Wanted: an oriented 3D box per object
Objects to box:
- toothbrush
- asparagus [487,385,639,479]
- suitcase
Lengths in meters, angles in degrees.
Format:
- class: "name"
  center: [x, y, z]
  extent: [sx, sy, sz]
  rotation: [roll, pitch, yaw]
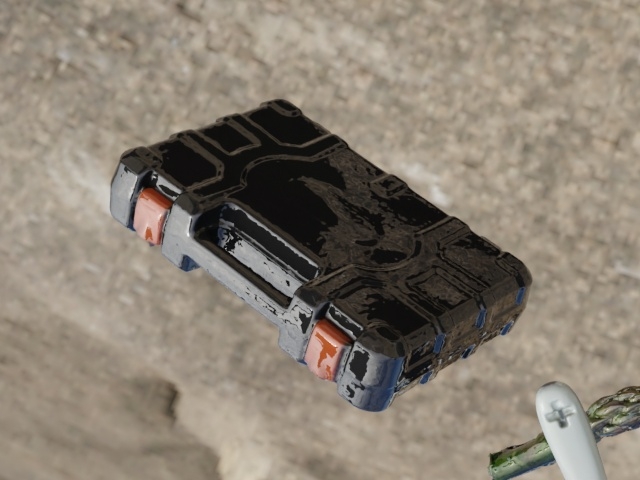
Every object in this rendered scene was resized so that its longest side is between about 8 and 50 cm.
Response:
- class: "toothbrush"
  center: [0.145, 0.177, 0.678]
  extent: [0.022, 0.026, 0.263]
  rotation: [-21, 99, 9]
- class: "asparagus"
  center: [0.192, 0.142, 1.171]
  extent: [0.036, 0.030, 0.165]
  rotation: [29, 135, -32]
- class: "suitcase"
  center: [0.000, 0.000, 1.205]
  extent: [0.285, 0.206, 0.066]
  rotation: [36, 128, 25]
